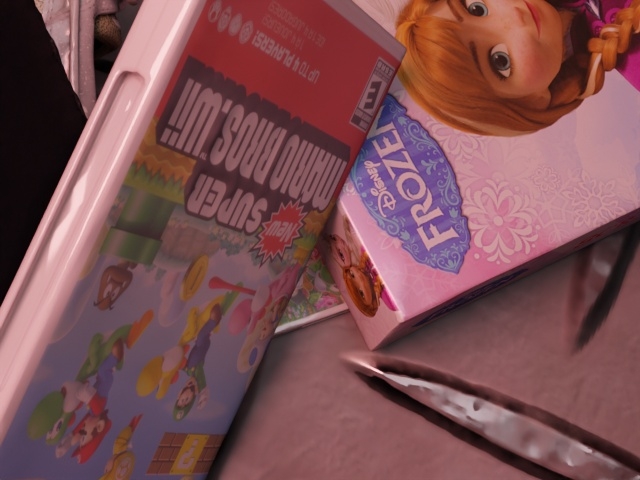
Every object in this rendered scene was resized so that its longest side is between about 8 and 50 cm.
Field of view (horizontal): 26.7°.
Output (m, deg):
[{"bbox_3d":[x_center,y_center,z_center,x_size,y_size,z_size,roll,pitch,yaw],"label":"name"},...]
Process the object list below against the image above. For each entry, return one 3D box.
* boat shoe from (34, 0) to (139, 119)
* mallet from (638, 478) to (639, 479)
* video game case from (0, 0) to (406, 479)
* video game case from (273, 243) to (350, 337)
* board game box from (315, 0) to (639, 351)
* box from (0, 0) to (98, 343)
[{"bbox_3d":[-0.139,-0.072,0.714,0.103,0.118,0.320,6,75,-15],"label":"boat shoe"},{"bbox_3d":[0.195,0.081,0.769,0.062,0.039,0.190,-2,68,-15],"label":"mallet"},{"bbox_3d":[-0.061,0.011,0.607,0.025,0.204,0.285,26,92,24],"label":"video game case"},{"bbox_3d":[0.000,0.000,0.767,0.122,0.011,0.087,-18,76,-16],"label":"video game case"},{"bbox_3d":[0.095,-0.143,0.796,0.318,0.066,0.319,-25,78,-21],"label":"board game box"},{"bbox_3d":[-0.332,-0.032,0.530,0.395,0.212,0.293,27,64,23],"label":"box"}]
